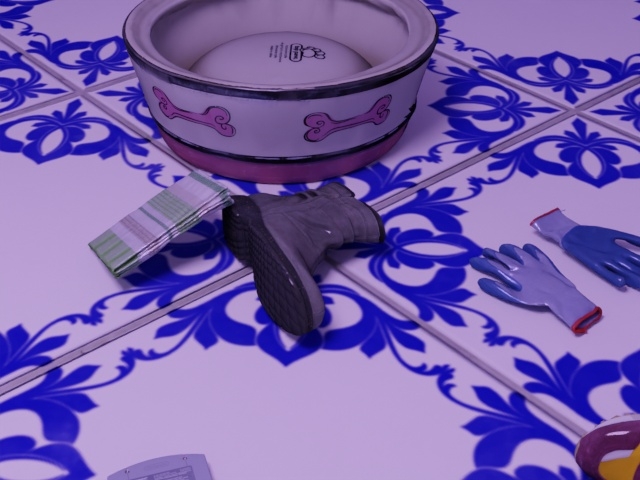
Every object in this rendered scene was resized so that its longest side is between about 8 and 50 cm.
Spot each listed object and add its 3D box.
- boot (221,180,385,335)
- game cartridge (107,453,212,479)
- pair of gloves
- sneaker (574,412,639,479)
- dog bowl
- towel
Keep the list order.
[{"bbox_3d":[0.000,0.000,1.031,0.161,0.084,0.246,-11,32,-18],"label":"boot"},{"bbox_3d":[-0.131,0.203,0.799,0.083,0.017,0.056,-10,40,-14],"label":"game cartridge"},{"bbox_3d":[0.268,0.028,1.050,0.198,0.023,0.159,-25,44,-31],"label":"pair of gloves"},{"bbox_3d":[0.297,0.193,0.770,0.185,0.070,0.084,6,30,10],"label":"sneaker"},{"bbox_3d":[-0.051,-0.224,1.297,0.407,0.150,0.408,0,34,0],"label":"dog bowl"},{"bbox_3d":[-0.174,-0.019,1.059,0.152,0.023,0.113,-36,27,-12],"label":"towel"}]
